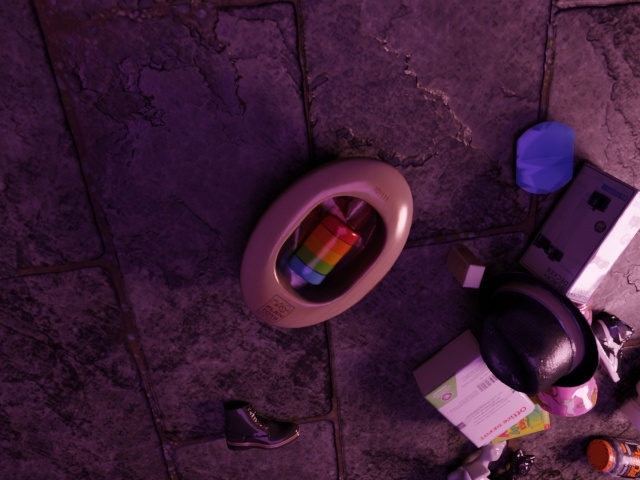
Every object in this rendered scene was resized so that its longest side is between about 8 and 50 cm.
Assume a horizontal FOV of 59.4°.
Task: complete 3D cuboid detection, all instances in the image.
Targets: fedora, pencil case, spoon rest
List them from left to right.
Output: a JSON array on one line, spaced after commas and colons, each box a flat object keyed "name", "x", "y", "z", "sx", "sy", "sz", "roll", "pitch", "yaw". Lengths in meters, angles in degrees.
[{"name": "spoon rest", "x": 0.467, "y": 0.732, "z": 1.630, "sx": 0.137, "sy": 0.084, "sz": 0.276, "roll": -23, "pitch": 123, "yaw": -7}, {"name": "fedora", "x": 0.482, "y": 0.244, "z": 1.338, "sx": 0.152, "sy": 0.334, "sz": 0.334, "roll": -36, "pitch": 122, "yaw": -31}, {"name": "pencil case", "x": 0.637, "y": 0.278, "z": 1.478, "sx": 0.160, "sy": 0.167, "sz": 0.386, "roll": 3, "pitch": 123, "yaw": 34}]

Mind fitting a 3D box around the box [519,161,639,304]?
[{"name": "box", "x": 0.621, "y": -0.015, "z": 1.318, "sx": 0.087, "sy": 0.169, "sz": 0.290, "roll": 15, "pitch": 114, "yaw": -30}]

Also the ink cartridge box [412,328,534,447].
[{"name": "ink cartridge box", "x": 0.415, "y": 0.404, "z": 1.521, "sx": 0.198, "sy": 0.115, "sz": 0.273, "roll": -40, "pitch": 115, "yaw": 11}]

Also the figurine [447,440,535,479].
[{"name": "figurine", "x": 0.527, "y": 0.701, "z": 1.711, "sx": 0.215, "sy": 0.092, "sz": 0.209, "roll": 32, "pitch": 99, "yaw": -21}]

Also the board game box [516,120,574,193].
[{"name": "board game box", "x": 0.512, "y": -0.193, "z": 1.296, "sx": 0.133, "sy": 0.033, "sz": 0.169, "roll": -8, "pitch": 112, "yaw": -1}]

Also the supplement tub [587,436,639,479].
[{"name": "supplement tub", "x": 0.938, "y": 0.677, "z": 1.746, "sx": 0.190, "sy": 0.117, "sz": 0.117, "roll": 12, "pitch": 113, "yaw": -16}]

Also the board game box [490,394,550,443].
[{"name": "board game box", "x": 0.570, "y": 0.520, "z": 1.636, "sx": 0.181, "sy": 0.043, "sz": 0.092, "roll": -14, "pitch": 105, "yaw": -3}]

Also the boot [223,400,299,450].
[{"name": "boot", "x": -0.158, "y": 0.478, "z": 1.483, "sx": 0.198, "sy": 0.077, "sz": 0.137, "roll": -8, "pitch": 112, "yaw": -7}]

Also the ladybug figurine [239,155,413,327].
[{"name": "ladybug figurine", "x": 0.000, "y": 0.000, "z": 1.224, "sx": 0.305, "sy": 0.162, "sz": 0.449, "roll": 39, "pitch": 103, "yaw": -24}]

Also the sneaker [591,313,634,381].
[{"name": "sneaker", "x": 0.826, "y": 0.296, "z": 1.561, "sx": 0.121, "sy": 0.079, "sz": 0.217, "roll": -34, "pitch": 115, "yaw": 9}]

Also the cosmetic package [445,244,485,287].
[{"name": "cosmetic package", "x": 0.345, "y": 0.060, "z": 1.341, "sx": 0.041, "sy": 0.115, "sz": 0.060, "roll": 6, "pitch": 115, "yaw": -13}]

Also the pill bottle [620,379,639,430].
[{"name": "pill bottle", "x": 1.034, "y": 0.430, "z": 1.609, "sx": 0.176, "sy": 0.176, "sz": 0.318, "roll": 35, "pitch": 105, "yaw": -23}]
